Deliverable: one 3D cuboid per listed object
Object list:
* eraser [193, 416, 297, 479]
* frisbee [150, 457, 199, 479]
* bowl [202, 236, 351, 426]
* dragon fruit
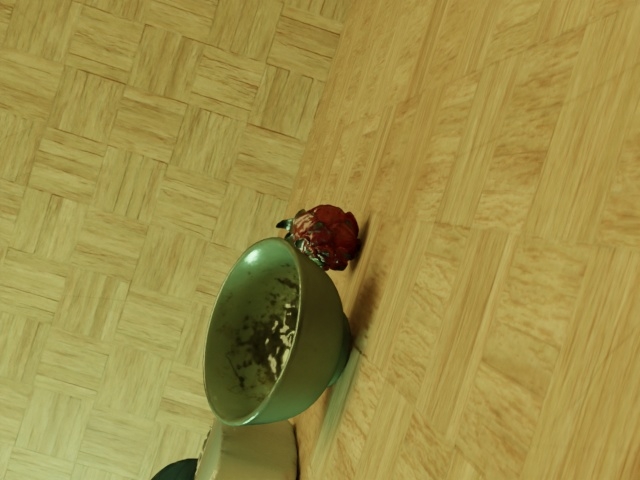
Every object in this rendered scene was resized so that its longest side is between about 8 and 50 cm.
[{"bbox_3d":[-0.150,0.463,2.040,0.331,0.150,0.331,-160,90,-82],"label":"eraser"},{"bbox_3d":[-0.224,0.537,2.163,0.049,0.289,0.289,-6,61,42],"label":"frisbee"},{"bbox_3d":[-0.048,0.151,1.822,0.289,0.146,0.289,-36,45,47],"label":"bowl"},{"bbox_3d":[0.007,-0.002,2.039,0.142,0.121,0.130,35,146,60],"label":"dragon fruit"}]
